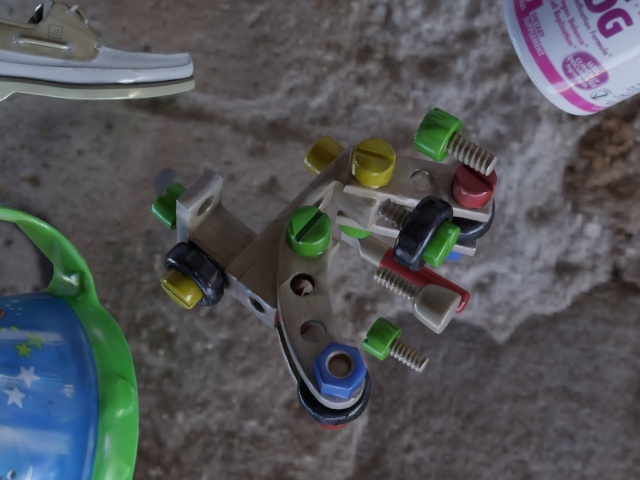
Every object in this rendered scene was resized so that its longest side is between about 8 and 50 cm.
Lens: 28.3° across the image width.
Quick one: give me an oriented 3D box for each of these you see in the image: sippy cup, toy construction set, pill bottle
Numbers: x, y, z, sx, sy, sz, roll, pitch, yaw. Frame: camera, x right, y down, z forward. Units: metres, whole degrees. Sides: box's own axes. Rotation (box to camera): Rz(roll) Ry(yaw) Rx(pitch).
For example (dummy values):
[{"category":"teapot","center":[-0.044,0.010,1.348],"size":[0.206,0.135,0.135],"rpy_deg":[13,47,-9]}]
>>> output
[{"category":"sippy cup","center":[-0.287,0.137,0.922],"size":[0.224,0.305,0.240],"rpy_deg":[15,142,-39]},{"category":"toy construction set","center":[0.000,0.000,1.081],"size":[0.237,0.257,0.309],"rpy_deg":[31,180,14]},{"category":"pill bottle","center":[0.319,-0.237,1.133],"size":[0.283,0.160,0.160],"rpy_deg":[-26,158,39]}]

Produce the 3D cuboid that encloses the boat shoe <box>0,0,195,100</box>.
[{"category":"boat shoe","center":[-0.271,-0.194,1.296],"size":[0.302,0.103,0.113],"rpy_deg":[-4,-173,-27]}]
